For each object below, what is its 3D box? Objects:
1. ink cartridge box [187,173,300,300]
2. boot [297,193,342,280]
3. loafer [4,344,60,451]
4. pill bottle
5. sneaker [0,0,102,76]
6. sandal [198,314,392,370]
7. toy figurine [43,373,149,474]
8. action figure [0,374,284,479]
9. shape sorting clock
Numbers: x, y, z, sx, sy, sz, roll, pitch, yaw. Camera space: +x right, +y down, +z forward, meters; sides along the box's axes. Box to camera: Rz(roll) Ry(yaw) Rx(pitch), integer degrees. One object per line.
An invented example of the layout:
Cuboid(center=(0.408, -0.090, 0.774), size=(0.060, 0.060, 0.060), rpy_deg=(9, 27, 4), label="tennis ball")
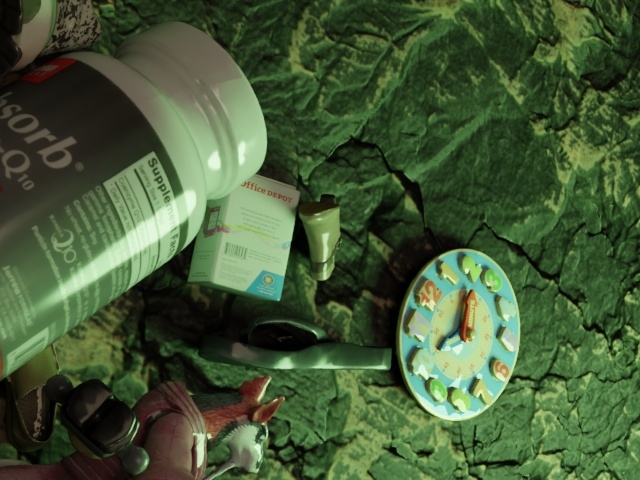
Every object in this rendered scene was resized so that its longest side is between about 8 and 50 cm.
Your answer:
Cuboid(center=(-0.079, -0.006, 1.309), size=(0.088, 0.052, 0.122), rpy_deg=(18, 79, -35), label="ink cartridge box")
Cuboid(center=(0.000, 0.000, 1.342), size=(0.118, 0.042, 0.087), rpy_deg=(-39, 134, -71), label="boot")
Cuboid(center=(-0.267, 0.125, 1.167), size=(0.056, 0.050, 0.148), rpy_deg=(-11, 97, -38), label="loafer")
Cuboid(center=(-0.234, -0.039, 1.099), size=(0.363, 0.210, 0.210), rpy_deg=(-38, 110, -32), label="pill bottle")
Cuboid(center=(-0.286, -0.346, 1.141), size=(0.182, 0.158, 0.410), rpy_deg=(-11, 97, -61), label="sneaker")
Cuboid(center=(-0.029, 0.107, 1.324), size=(0.254, 0.097, 0.054), rpy_deg=(7, 86, -47), label="sandal")
Cuboid(center=(-0.231, 0.205, 0.935), size=(0.209, 0.148, 0.213), rpy_deg=(-3, 75, -13), label="toy figurine")
Cuboid(center=(-0.198, 0.225, 1.128), size=(0.370, 0.248, 0.275), rpy_deg=(-38, 84, -16), label="action figure")
Cuboid(center=(0.170, 0.113, 1.496), size=(0.206, 0.040, 0.206), rpy_deg=(1, 88, -36), label="shape sorting clock")
